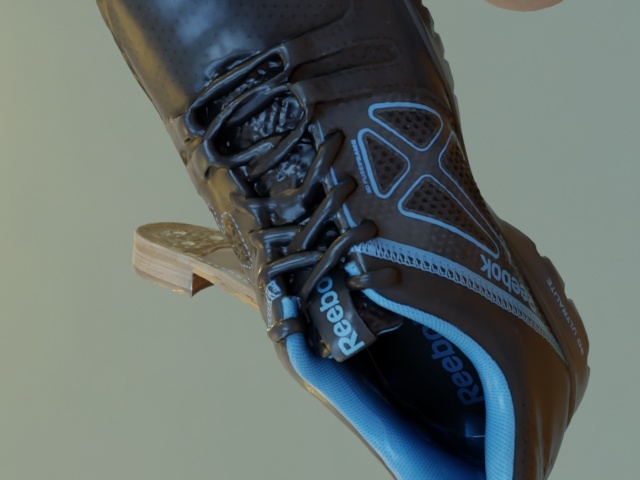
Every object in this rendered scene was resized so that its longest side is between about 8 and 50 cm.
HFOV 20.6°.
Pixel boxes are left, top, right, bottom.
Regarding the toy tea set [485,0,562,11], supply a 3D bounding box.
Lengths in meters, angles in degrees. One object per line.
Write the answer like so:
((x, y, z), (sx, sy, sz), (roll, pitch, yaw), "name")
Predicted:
((0.205, -0.209, 0.801), (0.124, 0.336, 0.200), (-25, -74, -73), "toy tea set")

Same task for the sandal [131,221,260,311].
((-0.004, 0.001, 0.945), (0.088, 0.240, 0.079), (-16, -65, -54), "sandal")

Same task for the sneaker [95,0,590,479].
((0.010, -0.024, 0.771), (0.341, 0.125, 0.140), (53, -156, -12), "sneaker")
